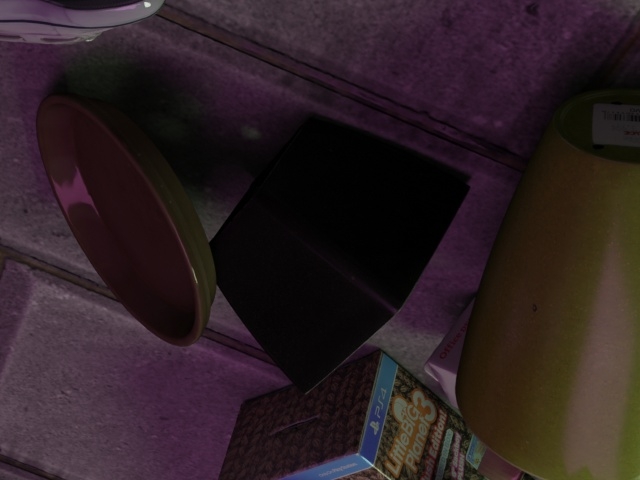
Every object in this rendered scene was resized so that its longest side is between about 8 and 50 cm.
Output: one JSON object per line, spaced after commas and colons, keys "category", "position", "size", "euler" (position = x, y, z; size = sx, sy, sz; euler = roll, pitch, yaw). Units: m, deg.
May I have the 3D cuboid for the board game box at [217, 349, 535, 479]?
{"category": "board game box", "position": [0.067, 0.292, 1.862], "size": [0.232, 0.141, 0.291], "euler": [-25, 126, 39]}

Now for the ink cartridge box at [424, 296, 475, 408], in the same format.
{"category": "ink cartridge box", "position": [0.188, 0.132, 1.642], "size": [0.143, 0.092, 0.090], "euler": [23, 155, 39]}

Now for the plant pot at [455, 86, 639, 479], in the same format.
{"category": "plant pot", "position": [0.261, 0.023, 1.422], "size": [0.275, 0.275, 0.293], "euler": [7, 124, 12]}

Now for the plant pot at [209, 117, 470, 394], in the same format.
{"category": "plant pot", "position": [0.000, 0.000, 1.526], "size": [0.167, 0.188, 0.187], "euler": [37, 138, -6]}

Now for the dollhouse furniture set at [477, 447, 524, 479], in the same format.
{"category": "dollhouse furniture set", "position": [0.328, 0.203, 1.579], "size": [0.355, 0.174, 0.303], "euler": [30, 109, 27]}

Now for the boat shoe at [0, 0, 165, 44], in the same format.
{"category": "boat shoe", "position": [-0.225, -0.216, 1.434], "size": [0.226, 0.083, 0.076], "euler": [8, 153, 28]}

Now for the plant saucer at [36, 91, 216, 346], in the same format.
{"category": "plant saucer", "position": [-0.185, -0.024, 1.554], "size": [0.278, 0.041, 0.278], "euler": [44, 153, 30]}
